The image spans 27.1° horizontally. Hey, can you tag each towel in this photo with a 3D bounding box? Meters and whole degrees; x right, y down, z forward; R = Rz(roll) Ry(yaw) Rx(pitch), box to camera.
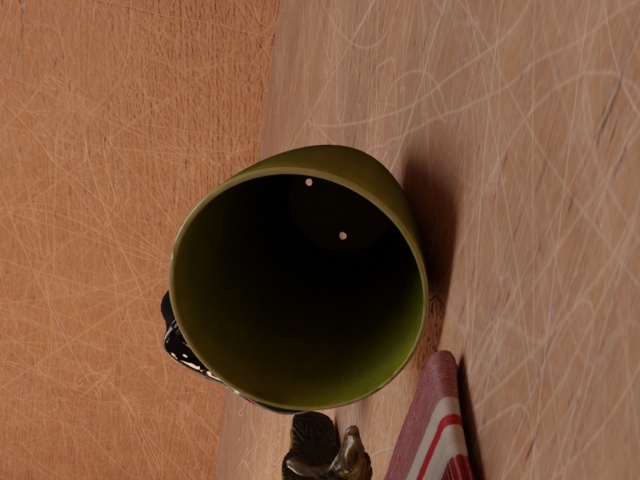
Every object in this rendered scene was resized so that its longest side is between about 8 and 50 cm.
[{"bbox_3d":[0.111,0.299,1.227,0.329,0.037,0.237,-97,16,-47],"label":"towel"}]

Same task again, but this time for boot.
[{"bbox_3d":[-0.022,0.419,1.943,0.236,0.089,0.269,-78,-4,-67],"label":"boot"}]

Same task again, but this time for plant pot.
[{"bbox_3d":[0.000,0.000,1.498,0.293,0.275,0.274,-65,-15,-65],"label":"plant pot"}]

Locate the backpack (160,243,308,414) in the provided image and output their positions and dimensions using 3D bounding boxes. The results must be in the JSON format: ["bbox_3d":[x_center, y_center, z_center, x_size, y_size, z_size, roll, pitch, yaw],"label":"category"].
[{"bbox_3d":[-0.061,0.098,1.737,0.225,0.253,0.191,-46,22,19],"label":"backpack"}]

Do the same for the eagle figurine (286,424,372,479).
[{"bbox_3d":[0.026,0.312,1.096,0.225,0.226,0.298,-46,31,40],"label":"eagle figurine"}]
